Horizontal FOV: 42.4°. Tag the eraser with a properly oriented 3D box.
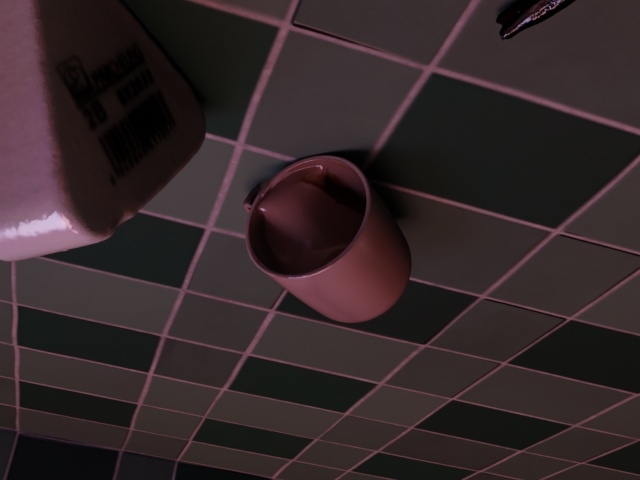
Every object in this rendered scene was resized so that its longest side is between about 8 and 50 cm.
[{"bbox_3d":[-0.282,-0.119,0.920,0.150,0.331,0.331,-9,146,25],"label":"eraser"}]

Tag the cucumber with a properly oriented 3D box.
[{"bbox_3d":[0.241,-0.252,0.857,0.034,0.033,0.135,-11,169,-43],"label":"cucumber"}]

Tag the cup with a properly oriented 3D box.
[{"bbox_3d":[0.000,0.000,1.212,0.253,0.191,0.200,23,166,36],"label":"cup"}]
